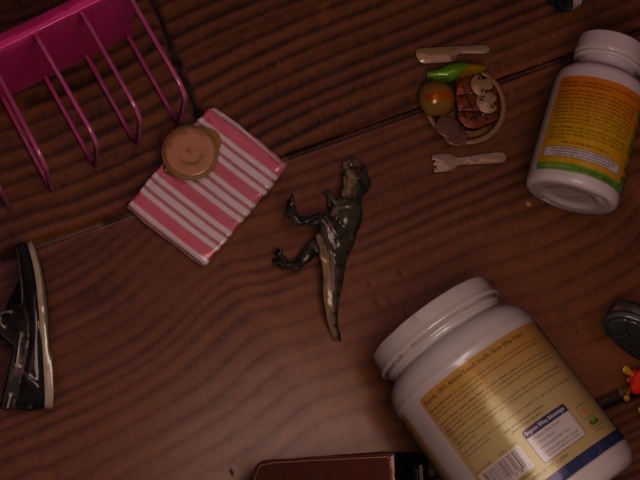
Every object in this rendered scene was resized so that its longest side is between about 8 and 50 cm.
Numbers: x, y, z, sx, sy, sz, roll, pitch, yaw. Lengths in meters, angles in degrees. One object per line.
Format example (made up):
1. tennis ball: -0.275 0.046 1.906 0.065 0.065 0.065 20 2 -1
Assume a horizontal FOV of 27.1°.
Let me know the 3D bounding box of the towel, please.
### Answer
1. towel: -0.161 -0.077 1.894 0.144 0.029 0.197 38 79 2

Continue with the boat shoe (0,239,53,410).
1. boat shoe: -0.403 0.114 1.794 0.079 0.084 0.233 -3 82 -8

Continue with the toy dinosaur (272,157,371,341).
1. toy dinosaur: 0.000 0.000 1.882 0.118 0.064 0.268 12 81 -11

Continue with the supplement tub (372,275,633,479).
1. supplement tub: 0.236 0.228 1.765 0.228 0.228 0.316 -32 74 -12

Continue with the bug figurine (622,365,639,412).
1. bug figurine: 0.461 0.317 1.865 0.216 0.072 0.279 36 84 7

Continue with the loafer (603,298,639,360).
1. loafer: 0.530 0.147 1.915 0.267 0.096 0.084 28 57 -8

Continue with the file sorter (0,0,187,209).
1. file sorter: -0.346 -0.189 1.802 0.290 0.202 0.182 -29 85 -12

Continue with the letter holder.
1. letter holder: 0.030 0.437 1.751 0.214 0.152 0.302 -7 78 21

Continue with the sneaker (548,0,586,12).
1. sneaker: 0.359 -0.453 2.015 0.081 0.080 0.211 -22 92 -17

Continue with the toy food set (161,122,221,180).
1. toy food set: -0.185 -0.125 1.873 0.082 0.020 0.083 12 81 -4

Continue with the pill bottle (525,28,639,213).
1. pill bottle: 0.393 -0.174 1.926 0.136 0.136 0.246 18 77 -3

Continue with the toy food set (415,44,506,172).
1. toy food set: 0.211 -0.202 1.958 0.132 0.038 0.192 -7 80 -9
